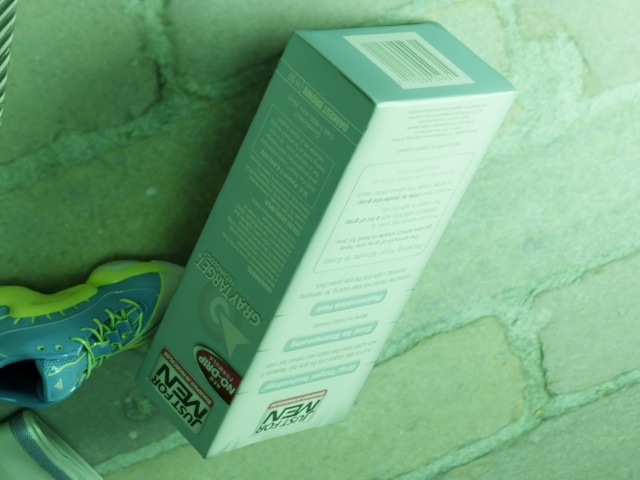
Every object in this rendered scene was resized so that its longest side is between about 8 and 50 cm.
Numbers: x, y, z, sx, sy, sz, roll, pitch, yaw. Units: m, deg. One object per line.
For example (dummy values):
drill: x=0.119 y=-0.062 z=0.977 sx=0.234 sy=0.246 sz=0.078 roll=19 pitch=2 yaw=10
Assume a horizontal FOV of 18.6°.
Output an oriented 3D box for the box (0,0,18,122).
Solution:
box: x=-0.288 y=-0.180 z=1.458 sx=0.113 sy=0.094 sz=0.275 roll=-1 pitch=128 yaw=-19

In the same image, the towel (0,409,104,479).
towel: x=-0.335 y=0.290 z=1.863 sx=0.285 sy=0.034 sz=0.209 roll=-31 pitch=131 yaw=5

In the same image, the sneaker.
sneaker: x=-0.206 y=0.092 z=1.691 sx=0.240 sy=0.126 sz=0.091 roll=-11 pitch=130 yaw=-13

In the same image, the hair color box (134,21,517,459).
hair color box: x=0.000 y=0.000 z=1.667 sx=0.185 sy=0.113 sz=0.374 roll=-9 pitch=134 yaw=-47
